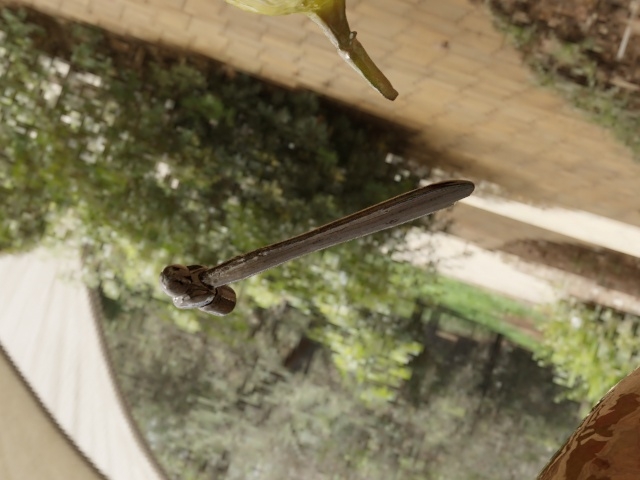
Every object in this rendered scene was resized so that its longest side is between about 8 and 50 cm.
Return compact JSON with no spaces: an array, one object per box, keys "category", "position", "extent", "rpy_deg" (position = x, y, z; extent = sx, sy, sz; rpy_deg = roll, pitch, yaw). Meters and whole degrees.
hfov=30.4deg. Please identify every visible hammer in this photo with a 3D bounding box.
[{"category":"hammer","position":[0.000,0.000,0.636],"extent":[0.178,0.021,0.065],"rpy_deg":[-22,158,13]}]

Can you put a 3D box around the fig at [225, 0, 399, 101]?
[{"category":"fig","position":[-0.012,-0.176,0.667],"extent":[0.159,0.159,0.257],"rpy_deg":[14,148,43]}]

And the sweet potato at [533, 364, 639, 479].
[{"category":"sweet potato","position":[0.072,0.127,0.286],"extent":[0.095,0.106,0.354],"rpy_deg":[19,-151,17]}]
